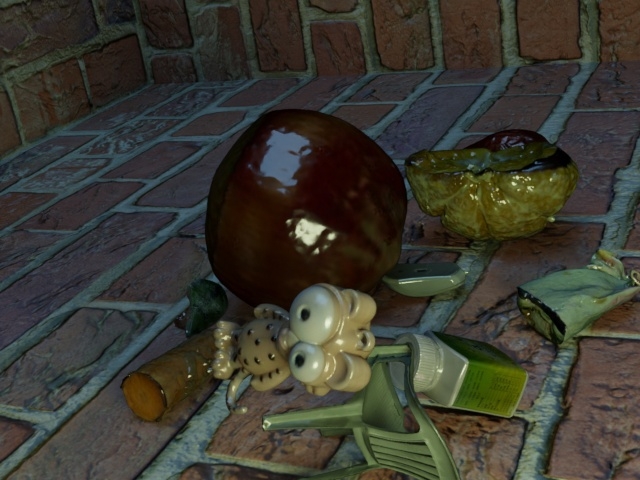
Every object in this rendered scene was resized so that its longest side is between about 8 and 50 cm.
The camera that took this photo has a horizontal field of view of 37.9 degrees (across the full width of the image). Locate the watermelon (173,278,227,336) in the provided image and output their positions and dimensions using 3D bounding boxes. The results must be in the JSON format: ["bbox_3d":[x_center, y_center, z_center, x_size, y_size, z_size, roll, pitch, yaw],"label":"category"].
[{"bbox_3d":[-0.240,0.125,1.908,0.080,0.101,0.155,-2,11,45],"label":"watermelon"}]

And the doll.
[{"bbox_3d":[-0.041,0.147,1.276,0.278,0.154,0.119,-20,-25,36],"label":"doll"}]

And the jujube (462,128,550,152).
[{"bbox_3d":[0.440,-0.180,2.259,0.190,0.190,0.255,-28,12,-37],"label":"jujube"}]

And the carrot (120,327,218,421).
[{"bbox_3d":[-0.238,0.217,1.661,0.102,0.102,0.263,4,25,29],"label":"carrot"}]

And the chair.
[{"bbox_3d":[0.075,0.263,1.312,0.274,0.203,0.190,-8,32,24],"label":"chair"}]

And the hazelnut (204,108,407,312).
[{"bbox_3d":[-0.031,-0.049,1.835,0.421,0.353,0.421,-8,58,14],"label":"hazelnut"}]

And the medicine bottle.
[{"bbox_3d":[0.204,0.200,1.434,0.188,0.088,0.132,15,12,-28],"label":"medicine bottle"}]

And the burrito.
[{"bbox_3d":[0.471,0.099,1.675,0.229,0.089,0.144,-20,39,-22],"label":"burrito"}]

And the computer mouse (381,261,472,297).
[{"bbox_3d":[0.210,0.080,1.853,0.181,0.056,0.089,-4,27,8],"label":"computer mouse"}]

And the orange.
[{"bbox_3d":[0.376,-0.106,2.031,0.368,0.210,0.271,-2,22,21],"label":"orange"}]
